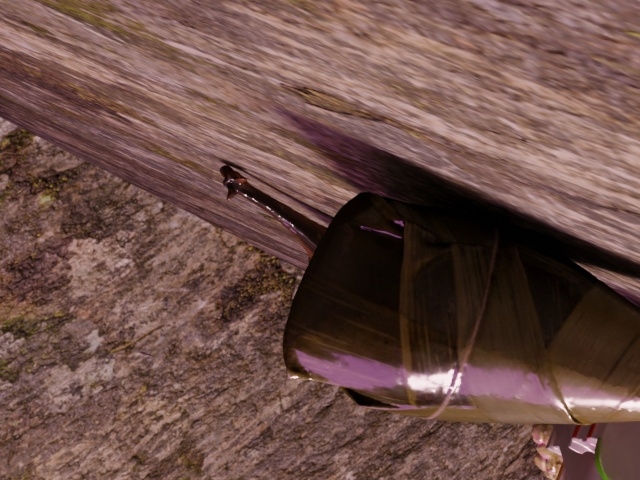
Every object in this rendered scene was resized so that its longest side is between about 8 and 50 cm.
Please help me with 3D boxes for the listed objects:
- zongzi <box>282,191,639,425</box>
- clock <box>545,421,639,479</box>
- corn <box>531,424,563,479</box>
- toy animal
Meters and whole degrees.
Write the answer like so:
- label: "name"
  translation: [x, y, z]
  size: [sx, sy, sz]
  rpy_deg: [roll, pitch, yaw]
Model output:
- label: "zongzi"
  translation: [0.155, 0.076, 1.104]
  size: [0.317, 0.154, 0.289]
  rpy_deg: [19, -178, 13]
- label: "clock"
  translation: [0.308, 0.174, 1.256]
  size: [0.235, 0.166, 0.309]
  rpy_deg: [26, 169, -4]
- label: "corn"
  translation: [0.363, 0.224, 1.486]
  size: [0.335, 0.127, 0.126]
  rpy_deg: [10, 168, 32]
- label: "toy animal"
  translation: [0.000, 0.000, 1.636]
  size: [0.224, 0.066, 0.229]
  rpy_deg: [44, -169, 16]
